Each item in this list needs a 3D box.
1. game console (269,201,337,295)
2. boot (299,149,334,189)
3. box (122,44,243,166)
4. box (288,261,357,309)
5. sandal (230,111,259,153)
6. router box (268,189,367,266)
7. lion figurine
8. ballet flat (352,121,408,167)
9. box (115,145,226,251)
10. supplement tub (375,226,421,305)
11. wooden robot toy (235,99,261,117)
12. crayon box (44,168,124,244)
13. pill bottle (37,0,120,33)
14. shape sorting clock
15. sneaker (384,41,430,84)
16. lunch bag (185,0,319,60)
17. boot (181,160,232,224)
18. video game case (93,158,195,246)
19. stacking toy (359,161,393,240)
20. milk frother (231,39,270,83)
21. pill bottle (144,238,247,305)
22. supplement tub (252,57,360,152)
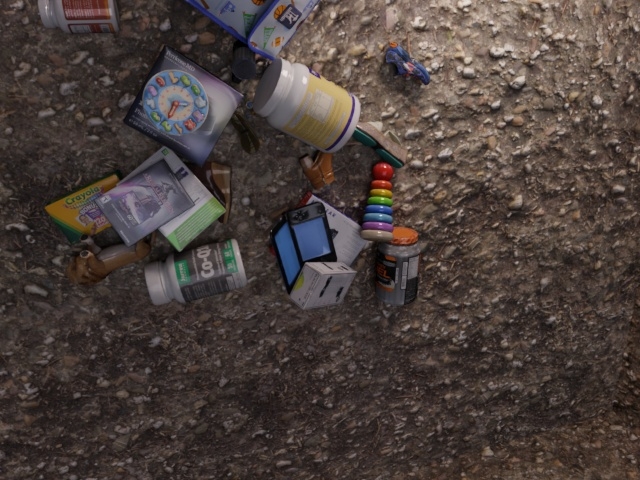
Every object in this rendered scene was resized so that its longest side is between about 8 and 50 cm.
[{"bbox_3d":[-0.058,0.030,1.851,0.250,0.173,0.293,-18,115,-8],"label":"game console"},{"bbox_3d":[0.027,-0.309,1.892,0.197,0.073,0.152,-27,116,8],"label":"boot"},{"bbox_3d":[-0.473,-0.466,1.626,0.296,0.183,0.294,28,100,-24],"label":"box"},{"bbox_3d":[0.015,0.176,1.890,0.290,0.087,0.169,1,118,-58],"label":"box"},{"bbox_3d":[-0.281,-0.410,1.771,0.072,0.049,0.180,-13,129,16],"label":"sandal"},{"bbox_3d":[0.000,0.000,1.998,0.335,0.082,0.301,31,100,-24],"label":"router box"},{"bbox_3d":[-0.764,0.050,1.768,0.392,0.142,0.240,-16,150,-17],"label":"lion figurine"},{"bbox_3d":[0.237,-0.415,1.903,0.316,0.107,0.106,31,80,-29],"label":"ballet flat"},{"bbox_3d":[-0.538,-0.152,1.704,0.232,0.058,0.322,-42,104,-10],"label":"box"},{"bbox_3d":[0.343,0.111,2.078,0.194,0.193,0.316,-5,111,-14],"label":"supplement tub"},{"bbox_3d":[-0.230,-0.487,1.741,0.173,0.079,0.076,-1,111,-16],"label":"wooden robot toy"},{"bbox_3d":[-0.825,-0.124,1.716,0.278,0.081,0.165,-27,116,-4],"label":"crayon box"},{"bbox_3d":[-0.756,-0.719,1.477,0.216,0.121,0.121,-7,113,-13],"label":"pill bottle"},{"bbox_3d":[-0.467,-0.443,1.513,0.206,0.040,0.206,-5,111,-13],"label":"shape sorting clock"},{"bbox_3d":[0.339,-0.678,1.835,0.221,0.083,0.087,33,113,-19],"label":"sneaker"},{"bbox_3d":[-0.200,-0.801,1.475,0.385,0.239,0.328,26,118,-40],"label":"lunch bag"},{"bbox_3d":[-0.450,-0.186,1.813,0.207,0.090,0.248,3,112,-4],"label":"boot"},{"bbox_3d":[-0.611,-0.132,1.640,0.274,0.026,0.196,-35,103,-11],"label":"video game case"},{"bbox_3d":[0.246,-0.164,1.947,0.141,0.141,0.330,8,83,-18],"label":"stacking toy"},{"bbox_3d":[-0.241,-0.617,1.655,0.143,0.134,0.129,5,140,-15],"label":"milk frother"},{"bbox_3d":[-0.485,0.129,1.846,0.361,0.204,0.204,-15,114,-10],"label":"pill bottle"},{"bbox_3d":[-0.050,-0.482,1.685,0.331,0.241,0.241,21,104,-31],"label":"supplement tub"}]
